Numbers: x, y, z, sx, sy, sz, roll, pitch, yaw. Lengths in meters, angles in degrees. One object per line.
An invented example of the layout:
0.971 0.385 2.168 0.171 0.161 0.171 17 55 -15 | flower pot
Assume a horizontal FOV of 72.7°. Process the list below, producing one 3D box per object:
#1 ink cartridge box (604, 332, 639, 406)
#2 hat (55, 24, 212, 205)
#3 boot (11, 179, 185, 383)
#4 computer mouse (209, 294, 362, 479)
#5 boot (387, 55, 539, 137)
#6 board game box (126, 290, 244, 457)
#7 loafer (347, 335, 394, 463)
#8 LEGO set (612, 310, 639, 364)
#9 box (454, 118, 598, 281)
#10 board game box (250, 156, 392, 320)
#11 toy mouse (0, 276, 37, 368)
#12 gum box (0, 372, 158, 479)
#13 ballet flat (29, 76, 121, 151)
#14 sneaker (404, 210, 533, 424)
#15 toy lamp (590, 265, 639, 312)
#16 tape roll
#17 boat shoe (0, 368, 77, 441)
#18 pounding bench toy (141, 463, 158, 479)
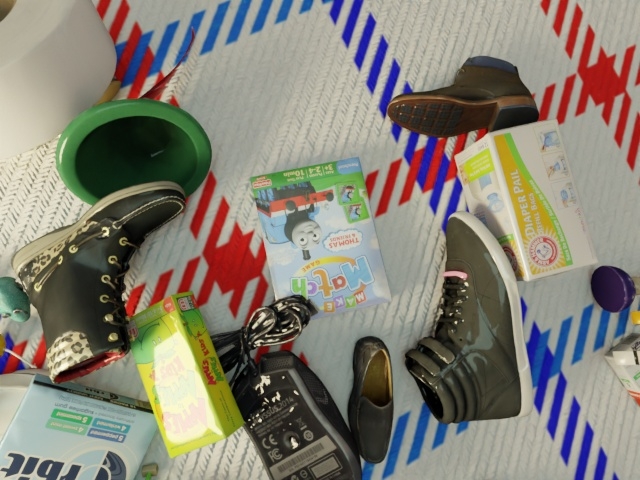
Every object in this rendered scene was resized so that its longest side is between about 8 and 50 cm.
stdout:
0.489 0.204 0.653 0.062 0.029 0.115 -33 88 -10 | ink cartridge box
-0.250 -0.163 0.603 0.208 0.173 0.184 -15 51 -18 | hat
-0.251 0.047 0.538 0.236 0.085 0.179 -28 69 0 | boot
-0.033 0.219 0.568 0.188 0.072 0.272 -31 82 14 | computer mouse
0.208 -0.220 0.660 0.219 0.082 0.106 3 62 -2 | boot
-0.176 0.167 0.551 0.092 0.043 0.181 -27 81 20 | board game box
0.071 0.219 0.590 0.062 0.061 0.170 -3 85 -8 | loafer
0.533 0.130 0.614 0.227 0.093 0.087 3 74 -19 | LEGO set
0.283 -0.049 0.616 0.103 0.114 0.203 -13 87 -7 | box
0.000 0.000 0.618 0.160 0.039 0.212 -12 86 -7 | board game box
-0.425 0.080 0.533 0.160 0.031 0.143 13 91 -12 | toy mouse
-0.307 0.274 0.525 0.157 0.041 0.184 27 81 -27 | gum box
-0.377 -0.164 0.589 0.232 0.080 0.073 -15 113 -5 | ballet flat
0.182 0.112 0.590 0.146 0.104 0.296 -12 90 -13 | sneaker
0.556 0.055 0.655 0.274 0.080 0.080 -6 84 -5 | toy lamp
-0.404 -0.228 0.516 0.286 0.100 0.286 -2 61 3 | tape roll
-0.441 0.211 0.521 0.267 0.088 0.096 0 83 -7 | boat shoe
-0.217 0.333 0.544 0.052 0.065 0.083 -12 85 -7 | pounding bench toy
